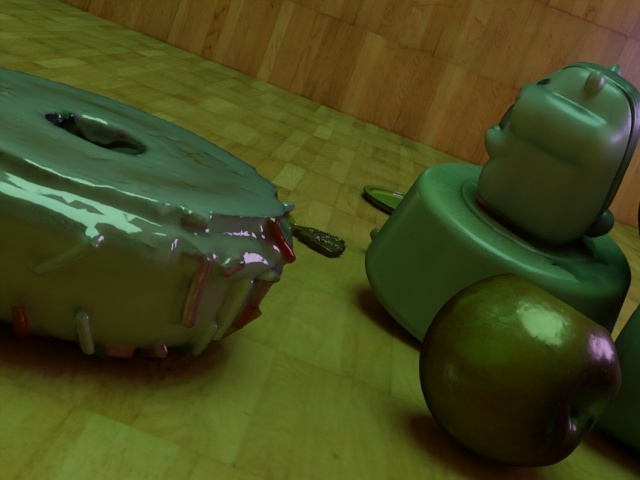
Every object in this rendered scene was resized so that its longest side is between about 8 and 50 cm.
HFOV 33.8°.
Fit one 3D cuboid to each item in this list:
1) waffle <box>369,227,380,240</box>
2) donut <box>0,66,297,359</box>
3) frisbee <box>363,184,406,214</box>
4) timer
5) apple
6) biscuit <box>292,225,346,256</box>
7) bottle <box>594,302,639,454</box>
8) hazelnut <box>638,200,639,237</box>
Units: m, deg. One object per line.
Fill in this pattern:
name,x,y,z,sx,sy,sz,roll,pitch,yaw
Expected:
waffle,0.184,0.047,1.407,0.243,0.059,0.238,15,11,-37
donut,-0.204,-0.029,0.846,0.382,0.142,0.382,21,13,-5
frisbee,0.184,-0.047,1.866,0.236,0.017,0.236,20,13,-5
timer,0.234,-0.046,1.135,0.291,0.315,0.291,18,26,-9
apple,0.164,0.112,0.859,0.163,0.146,0.147,32,-2,-31
biscuit,0.000,0.000,1.364,0.082,0.016,0.092,18,11,-18
bottle,0.433,0.183,0.968,0.347,0.168,0.168,30,15,25
hazelnut,0.423,-0.007,1.087,0.214,0.176,0.214,43,-8,7
